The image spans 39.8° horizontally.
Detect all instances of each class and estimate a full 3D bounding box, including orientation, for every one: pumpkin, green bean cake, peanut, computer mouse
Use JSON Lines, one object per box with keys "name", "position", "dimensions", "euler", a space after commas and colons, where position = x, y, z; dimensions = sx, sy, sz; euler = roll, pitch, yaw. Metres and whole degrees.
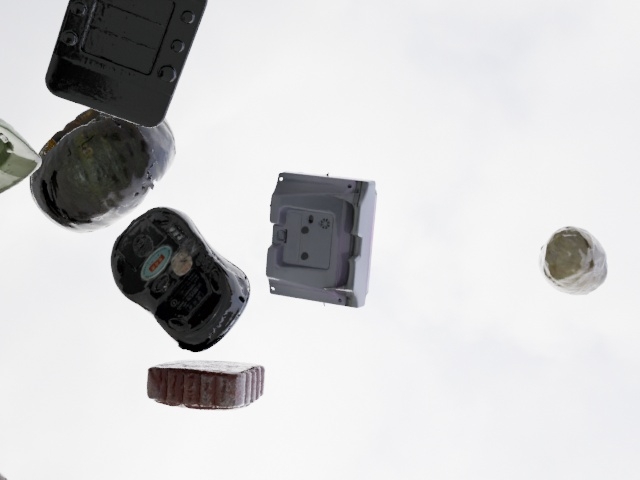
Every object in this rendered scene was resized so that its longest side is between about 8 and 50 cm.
{"name": "pumpkin", "position": [-0.433, -0.155, 1.763], "dimensions": [0.320, 0.192, 0.320], "euler": [-32, -156, 16]}
{"name": "green bean cake", "position": [-0.150, 0.192, 1.180], "dimensions": [0.135, 0.136, 0.056], "euler": [0, -93, 13]}
{"name": "peanut", "position": [0.343, 0.029, 1.222], "dimensions": [0.100, 0.214, 0.099], "euler": [0, -91, 5]}
{"name": "computer mouse", "position": [-0.186, 0.055, 1.199], "dimensions": [0.137, 0.096, 0.233], "euler": [-48, -121, 6]}

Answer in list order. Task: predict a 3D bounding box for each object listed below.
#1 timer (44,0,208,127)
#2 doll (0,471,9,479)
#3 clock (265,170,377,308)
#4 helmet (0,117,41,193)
{"name": "timer", "position": [-0.220, -0.235, 1.010], "dimensions": [0.055, 0.144, 0.187], "euler": [-109, -139, -63]}
{"name": "doll", "position": [-0.376, 0.229, 0.594], "dimensions": [0.209, 0.318, 0.340], "euler": [43, -92, 15]}
{"name": "clock", "position": [0.000, 0.000, 1.644], "dimensions": [0.186, 0.083, 0.253], "euler": [7, -81, 22]}
{"name": "helmet", "position": [-0.478, -0.139, 1.067], "dimensions": [0.204, 0.257, 0.137], "euler": [-26, -103, 13]}
